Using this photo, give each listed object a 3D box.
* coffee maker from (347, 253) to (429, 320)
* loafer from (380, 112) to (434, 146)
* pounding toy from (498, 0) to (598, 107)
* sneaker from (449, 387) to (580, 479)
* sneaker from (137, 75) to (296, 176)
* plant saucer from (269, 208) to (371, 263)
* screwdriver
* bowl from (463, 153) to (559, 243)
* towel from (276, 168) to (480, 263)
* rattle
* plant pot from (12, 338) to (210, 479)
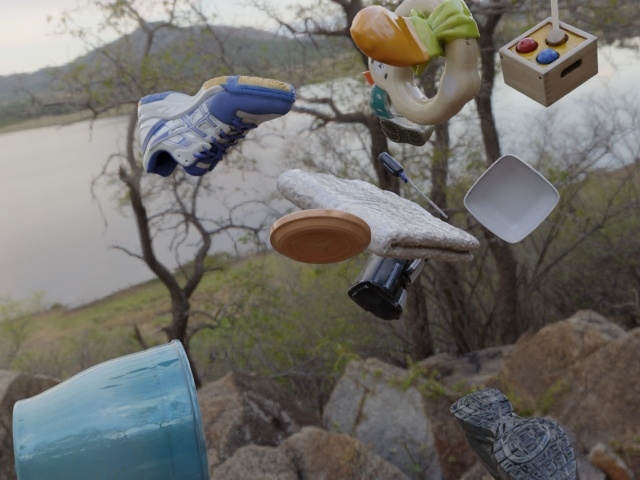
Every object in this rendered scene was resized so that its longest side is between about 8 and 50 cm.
[{"bbox_3d":[0.134,0.064,1.439,0.171,0.120,0.178,26,53,11],"label":"coffee maker"},{"bbox_3d":[0.178,-0.229,1.334,0.050,0.056,0.148,-30,37,-20],"label":"loafer"},{"bbox_3d":[0.382,-0.320,1.080,0.141,0.100,0.130,-34,45,-6],"label":"pounding toy"},{"bbox_3d":[0.301,0.327,0.980,0.109,0.130,0.286,-23,13,-6],"label":"sneaker"},{"bbox_3d":[-0.155,-0.161,0.970,0.296,0.131,0.112,-4,-6,39],"label":"sneaker"},{"bbox_3d":[0.000,0.000,0.533,0.083,0.013,0.083,0,-26,0],"label":"plant saucer"},{"bbox_3d":[0.154,-0.090,1.100,0.025,0.170,0.024,-49,-27,23],"label":"screwdriver"},{"bbox_3d":[0.362,-0.082,1.235,0.142,0.142,0.053,-51,-4,26],"label":"bowl"},{"bbox_3d":[0.090,-0.031,0.890,0.187,0.049,0.282,32,16,32],"label":"towel"},{"bbox_3d":[0.053,-0.164,0.648,0.143,0.130,0.200,-31,20,-25],"label":"rattle"},{"bbox_3d":[-0.326,0.309,1.006,0.255,0.271,0.272,-8,11,-20],"label":"plant pot"}]
